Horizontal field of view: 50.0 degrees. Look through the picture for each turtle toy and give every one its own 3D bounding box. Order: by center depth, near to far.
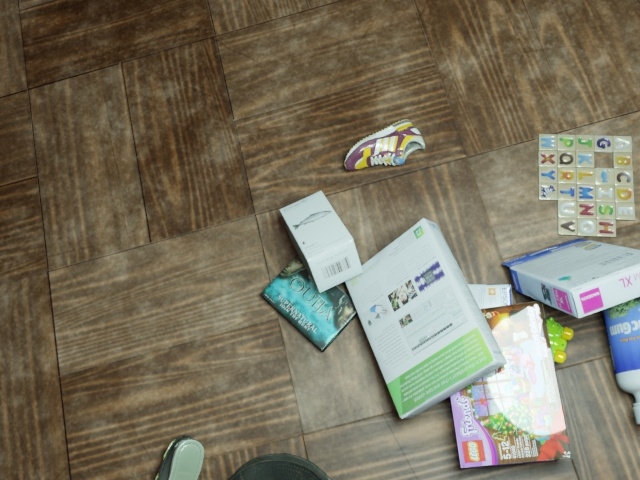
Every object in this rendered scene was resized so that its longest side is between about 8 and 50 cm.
[{"bbox_3d":[0.442,0.215,1.369,0.095,0.066,0.130,18,77,20],"label":"turtle toy"}]

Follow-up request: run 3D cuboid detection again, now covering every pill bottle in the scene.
[{"bbox_3d":[0.631,0.206,1.302,0.152,0.152,0.272,-6,71,6],"label":"pill bottle"}]

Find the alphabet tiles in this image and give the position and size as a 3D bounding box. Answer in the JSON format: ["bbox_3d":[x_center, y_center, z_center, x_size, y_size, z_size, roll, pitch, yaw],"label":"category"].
[{"bbox_3d":[0.575,-0.122,1.491,0.198,0.009,0.237,3,72,8],"label":"alphabet tiles"}]

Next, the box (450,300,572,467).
[{"bbox_3d":[0.347,0.274,1.310,0.201,0.057,0.293,-10,73,12],"label":"box"}]

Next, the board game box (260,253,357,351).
[{"bbox_3d":[-0.020,0.131,1.479,0.186,0.026,0.126,40,82,17],"label":"board game box"}]

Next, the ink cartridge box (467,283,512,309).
[{"bbox_3d":[0.281,0.199,1.407,0.224,0.045,0.223,0,73,7],"label":"ink cartridge box"}]

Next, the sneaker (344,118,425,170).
[{"bbox_3d":[0.144,-0.197,1.540,0.185,0.069,0.084,-32,66,-2],"label":"sneaker"}]

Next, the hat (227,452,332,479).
[{"bbox_3d":[-0.063,0.562,1.290,0.331,0.134,0.331,-7,75,25],"label":"hat"}]

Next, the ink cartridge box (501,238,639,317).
[{"bbox_3d":[0.489,0.062,1.304,0.186,0.311,0.065,-19,100,-5],"label":"ink cartridge box"}]

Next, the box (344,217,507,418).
[{"bbox_3d":[0.193,0.151,1.344,0.232,0.058,0.322,-39,55,29],"label":"box"}]

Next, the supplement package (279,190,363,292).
[{"bbox_3d":[0.000,0.000,1.440,0.105,0.105,0.179,-26,44,-6],"label":"supplement package"}]

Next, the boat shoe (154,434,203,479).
[{"bbox_3d":[-0.298,0.506,1.376,0.081,0.069,0.227,25,78,-27],"label":"boat shoe"}]
